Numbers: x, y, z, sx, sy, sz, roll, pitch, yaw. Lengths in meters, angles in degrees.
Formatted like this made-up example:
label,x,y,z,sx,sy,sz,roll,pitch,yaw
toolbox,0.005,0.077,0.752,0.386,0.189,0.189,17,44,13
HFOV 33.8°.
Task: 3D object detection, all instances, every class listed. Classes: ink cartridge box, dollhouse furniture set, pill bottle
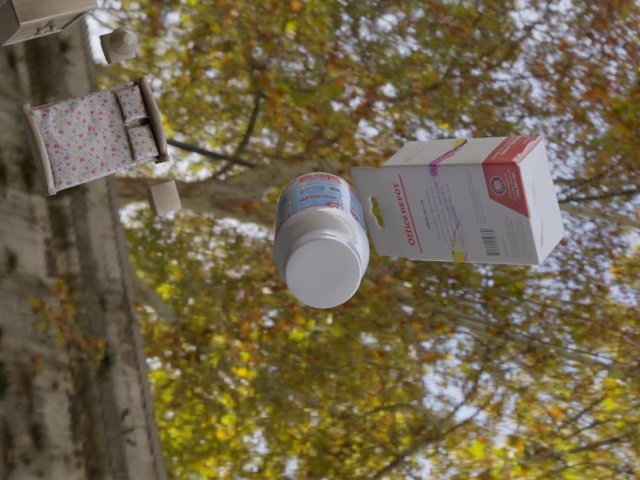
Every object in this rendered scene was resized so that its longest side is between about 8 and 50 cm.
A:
label,x,y,z,sx,sy,sz,roll,pitch,yaw
ink cartridge box,0.138,-0.042,1.085,0.198,0.067,0.115,2,-59,37
dollhouse furniture set,-0.368,-0.174,1.517,0.174,0.303,0.356,-2,-73,63
pill bottle,0.000,0.000,0.967,0.087,0.087,0.160,-56,-167,16
